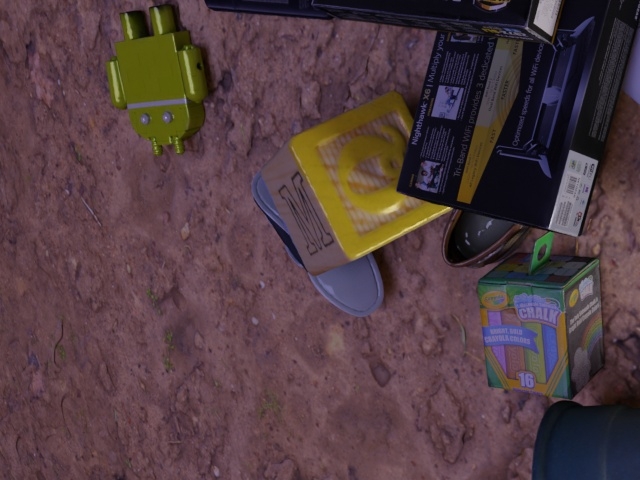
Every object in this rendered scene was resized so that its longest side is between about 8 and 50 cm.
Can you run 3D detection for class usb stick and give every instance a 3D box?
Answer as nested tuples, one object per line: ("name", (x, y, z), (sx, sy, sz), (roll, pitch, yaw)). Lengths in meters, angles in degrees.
("usb stick", (-0.082, -0.402, 1.428), (0.278, 0.045, 0.077), (15, 109, 35))

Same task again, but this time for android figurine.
("android figurine", (-0.302, -0.292, 1.643), (0.248, 0.056, 0.273), (4, 108, 38))

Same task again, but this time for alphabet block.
("alphabet block", (0.047, -0.079, 1.307), (0.194, 0.192, 0.197), (62, 162, 0))

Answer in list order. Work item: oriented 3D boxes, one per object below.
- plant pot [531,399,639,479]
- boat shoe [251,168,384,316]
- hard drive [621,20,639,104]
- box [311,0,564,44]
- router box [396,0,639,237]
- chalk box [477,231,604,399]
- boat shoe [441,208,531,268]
("plant pot", (0.487, 0.342, 1.086), (0.334, 0.341, 0.341), (-18, 95, 34))
("boat shoe", (0.000, 0.000, 1.490), (0.114, 0.091, 0.303), (-34, 80, -3))
("hard drive", (0.439, -0.240, 1.025), (0.319, 0.040, 0.210), (51, 132, 28))
("box", (0.160, -0.390, 1.091), (0.321, 0.079, 0.257), (17, 95, 37))
("router box", (0.242, -0.180, 1.110), (0.242, 0.081, 0.309), (19, 96, 45))
("chalk box", (0.309, 0.094, 1.244), (0.132, 0.132, 0.213), (3, 107, 38))
("boat shoe", (0.270, -0.076, 1.216), (0.122, 0.120, 0.324), (41, 128, 20))
